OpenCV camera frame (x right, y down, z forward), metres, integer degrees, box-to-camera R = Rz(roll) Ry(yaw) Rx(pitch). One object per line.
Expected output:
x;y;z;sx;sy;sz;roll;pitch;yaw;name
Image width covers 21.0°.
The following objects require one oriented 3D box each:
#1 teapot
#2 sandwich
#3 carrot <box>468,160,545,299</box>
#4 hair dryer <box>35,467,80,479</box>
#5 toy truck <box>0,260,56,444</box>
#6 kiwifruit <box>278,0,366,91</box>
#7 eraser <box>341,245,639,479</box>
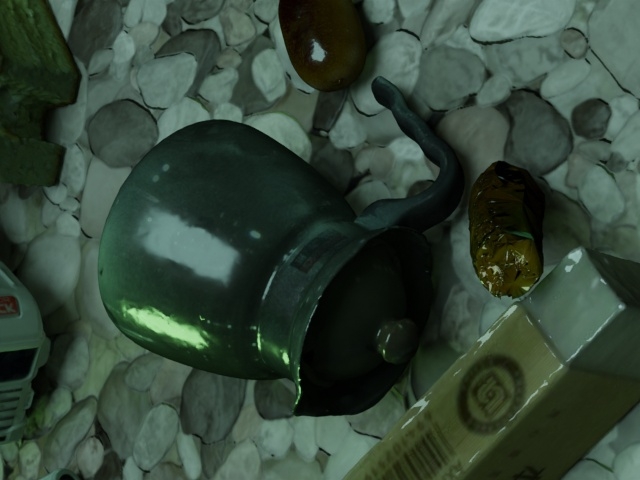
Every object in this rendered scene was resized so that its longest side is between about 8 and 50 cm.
-0.002;0.021;1.536;0.285;0.305;0.223;28;136;34;teapot
-0.346;-0.174;1.881;0.128;0.122;0.236;6;85;43;sandwich
0.149;-0.012;1.375;0.069;0.229;0.069;2;106;6;carrot
-0.281;0.308;1.762;0.082;0.047;0.137;-29;53;31;hair dryer
-0.450;0.050;1.866;0.387;0.173;0.207;42;121;36;toy truck
0.002;-0.195;1.622;0.075;0.075;0.124;-37;56;29;kiwifruit
0.145;0.153;1.379;0.343;0.144;0.078;-49;54;23;eraser
